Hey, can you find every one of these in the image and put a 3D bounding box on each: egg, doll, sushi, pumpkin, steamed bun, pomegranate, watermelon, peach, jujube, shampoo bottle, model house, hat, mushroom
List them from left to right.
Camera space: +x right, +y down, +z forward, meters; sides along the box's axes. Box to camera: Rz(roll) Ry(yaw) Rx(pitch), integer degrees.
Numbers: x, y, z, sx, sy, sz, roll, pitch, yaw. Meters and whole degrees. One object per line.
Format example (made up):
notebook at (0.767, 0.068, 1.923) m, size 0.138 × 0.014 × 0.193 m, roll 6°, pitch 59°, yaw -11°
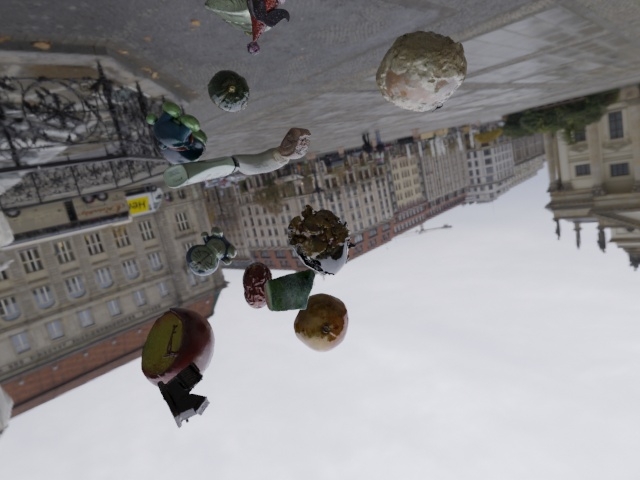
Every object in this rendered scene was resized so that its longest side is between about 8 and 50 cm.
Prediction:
doll at (-0.541, -0.388, 1.517) m, size 0.186 × 0.199 × 0.322 m, roll -54°, pitch -179°, yaw -5°
peach at (-0.695, 0.545, 2.025) m, size 0.335 × 0.310 × 0.405 m, roll -34°, pitch -140°, yaw 19°
model house at (-0.518, 0.591, 1.550) m, size 0.164 × 0.203 × 0.141 m, roll -26°, pitch 163°, yaw -25°
shampoo bottle at (-0.427, -0.272, 1.532) m, size 0.134 × 0.078 × 0.359 m, roll -17°, pitch -171°, yaw 25°
doll at (-0.610, 0.072, 2.203) m, size 0.258 × 0.228 × 0.154 m, roll -42°, pitch -166°, yaw -20°
pumpkin at (-0.419, -0.687, 1.850) m, size 0.191 × 0.190 × 0.146 m, roll -20°, pitch -154°, yaw -38°
jujube at (-0.343, 0.244, 2.188) m, size 0.175 × 0.249 × 0.174 m, roll 5°, pitch -165°, yaw -1°
hat at (-0.178, -0.654, 1.152) m, size 0.129 × 0.227 × 0.140 m, roll 19°, pitch -171°, yaw 27°
mushroom at (-0.311, -0.466, 2.315) m, size 0.398 × 0.125 × 0.177 m, roll -4°, pitch 169°, yaw 32°
watermelon at (-0.131, 0.201, 1.493) m, size 0.193 × 0.139 × 0.257 m, roll -6°, pitch 168°, yaw -26°
steamed bun at (-0.121, -0.502, 2.095) m, size 0.106 × 0.175 × 0.145 m, roll 40°, pitch -156°, yaw 21°
pomegranate at (0.001, 0.359, 1.771) m, size 0.229 × 0.251 × 0.270 m, roll 21°, pitch 173°, yaw -8°
sushi at (0.003, -0.006, 1.449) m, size 0.214 × 0.204 × 0.199 m, roll 19°, pitch -114°, yaw 29°
egg at (0.352, -0.594, 1.419) m, size 0.311 × 0.278 × 0.279 m, roll -13°, pitch -170°, yaw -2°

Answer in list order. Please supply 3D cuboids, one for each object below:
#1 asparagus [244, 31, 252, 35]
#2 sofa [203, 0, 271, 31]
asparagus at (-0.284, -0.964, 1.741) m, size 0.045 × 0.178 × 0.041 m, roll 6°, pitch 156°, yaw 30°
sofa at (-0.261, -0.867, 1.388) m, size 0.176 × 0.225 × 0.210 m, roll 15°, pitch -166°, yaw 15°
